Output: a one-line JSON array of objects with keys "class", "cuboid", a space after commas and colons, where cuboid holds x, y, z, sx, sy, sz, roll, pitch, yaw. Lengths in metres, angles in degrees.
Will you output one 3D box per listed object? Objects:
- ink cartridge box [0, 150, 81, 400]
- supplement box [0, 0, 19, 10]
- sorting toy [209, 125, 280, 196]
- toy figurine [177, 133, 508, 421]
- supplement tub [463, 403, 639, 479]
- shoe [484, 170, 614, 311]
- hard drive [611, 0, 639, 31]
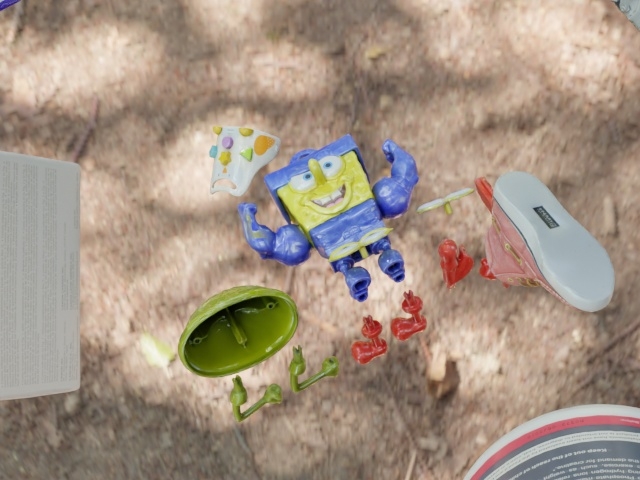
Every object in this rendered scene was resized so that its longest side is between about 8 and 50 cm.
[{"class": "ink cartridge box", "cuboid": [-0.197, 0.021, 0.797, 0.045, 0.179, 0.145, -2, 87, 22]}, {"class": "supplement box", "cuboid": [-0.457, -0.369, 1.647, 0.111, 0.220, 0.114, -26, 38, 6]}, {"class": "sorting toy", "cuboid": [-0.095, -0.084, 1.533, 0.083, 0.045, 0.075, 5, 75, 40]}, {"class": "toy figurine", "cuboid": [0.000, 0.000, 1.493, 0.363, 0.191, 0.217, -28, 51, -1]}, {"class": "supplement tub", "cuboid": [0.160, 0.226, 0.751, 0.191, 0.191, 0.272, 6, 21, 4]}, {"class": "shoe", "cuboid": [0.206, 0.020, 1.280, 0.064, 0.081, 0.178, -11, 45, -20]}, {"class": "hard drive", "cuboid": [0.459, -0.195, 1.295, 0.339, 0.237, 0.064, 40, 33, -25]}]
